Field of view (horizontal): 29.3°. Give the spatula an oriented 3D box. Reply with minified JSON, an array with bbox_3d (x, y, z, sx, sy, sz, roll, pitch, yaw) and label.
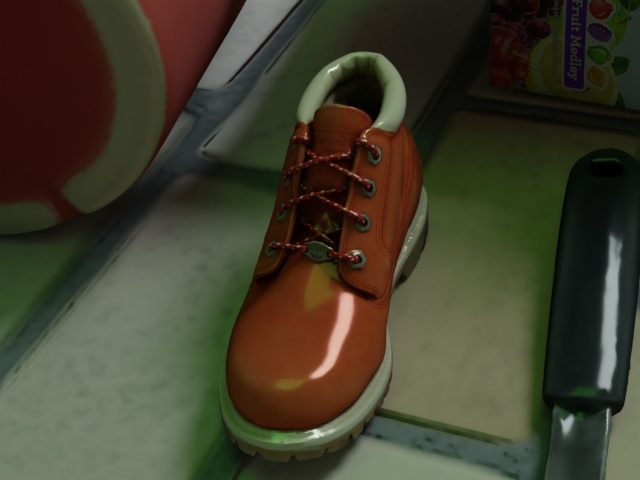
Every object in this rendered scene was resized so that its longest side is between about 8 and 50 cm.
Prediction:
[{"bbox_3d":[0.077,0.063,0.374,0.084,0.030,0.296,3,39,15],"label":"spatula"}]

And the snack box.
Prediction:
[{"bbox_3d":[0.204,-0.122,0.559,0.207,0.070,0.174,14,42,23],"label":"snack box"}]

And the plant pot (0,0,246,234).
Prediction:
[{"bbox_3d":[-0.134,-0.153,0.515,0.275,0.275,0.243,1,49,9],"label":"plant pot"}]

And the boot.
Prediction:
[{"bbox_3d":[0.000,0.000,0.424,0.059,0.084,0.158,6,41,13],"label":"boot"}]
